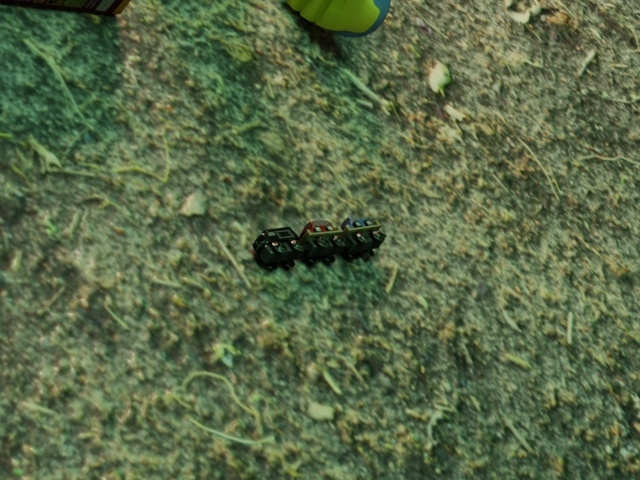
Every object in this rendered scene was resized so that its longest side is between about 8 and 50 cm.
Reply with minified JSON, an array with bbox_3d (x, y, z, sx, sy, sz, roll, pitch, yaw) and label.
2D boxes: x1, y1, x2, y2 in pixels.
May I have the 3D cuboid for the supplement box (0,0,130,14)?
[{"bbox_3d":[-0.229,-0.259,1.602,0.188,0.104,0.081,0,52,-46],"label":"supplement box"}]

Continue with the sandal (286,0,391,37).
[{"bbox_3d":[0.010,-0.331,1.922,0.138,0.126,0.317,14,45,-43],"label":"sandal"}]

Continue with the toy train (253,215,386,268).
[{"bbox_3d":[0.000,0.000,1.632,0.158,0.027,0.036,-6,47,-49],"label":"toy train"}]
